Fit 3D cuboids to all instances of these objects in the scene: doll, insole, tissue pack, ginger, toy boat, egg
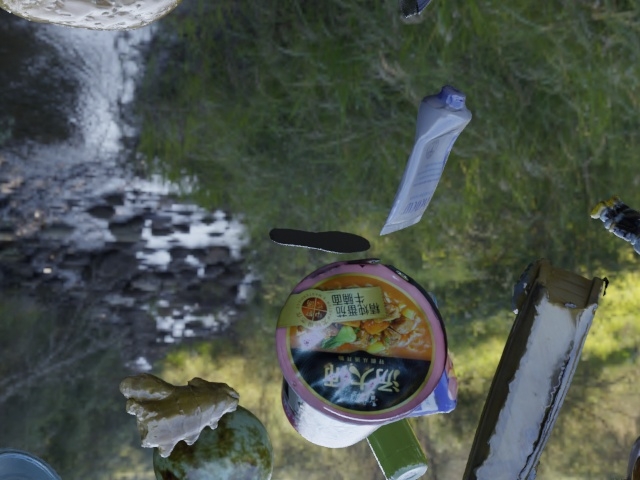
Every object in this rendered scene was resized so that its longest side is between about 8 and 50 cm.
[{"bbox_3d":[0.726,0.008,1.828,0.316,0.103,0.145,42,-160,31],"label":"doll"},{"bbox_3d":[0.000,0.000,1.546,0.188,0.064,0.004,6,127,-12],"label":"insole"},{"bbox_3d":[0.172,0.249,1.846,0.209,0.137,0.269,-12,125,12],"label":"tissue pack"},{"bbox_3d":[-0.216,0.269,1.341,0.205,0.115,0.081,9,136,-33],"label":"ginger"},{"bbox_3d":[0.325,0.247,1.389,0.136,0.445,0.162,20,-177,10],"label":"toy boat"},{"bbox_3d":[-0.230,0.451,1.772,0.238,0.238,0.289,9,164,-41],"label":"egg"}]

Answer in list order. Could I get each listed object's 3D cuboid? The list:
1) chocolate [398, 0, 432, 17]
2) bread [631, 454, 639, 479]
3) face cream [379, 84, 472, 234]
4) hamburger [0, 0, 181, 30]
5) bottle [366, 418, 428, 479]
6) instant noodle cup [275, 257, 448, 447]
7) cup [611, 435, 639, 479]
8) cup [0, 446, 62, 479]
[{"bbox_3d":[0.132,-0.568,1.330,0.297,0.326,0.314,30,133,-14],"label":"chocolate"},{"bbox_3d":[0.441,0.353,0.924,0.156,0.288,0.204,-26,157,38],"label":"bread"},{"bbox_3d":[0.284,-0.217,2.324,0.137,0.420,0.235,31,-154,23],"label":"face cream"},{"bbox_3d":[-0.303,-0.380,1.141,0.283,0.144,0.259,3,164,-35],"label":"hamburger"},{"bbox_3d":[0.164,0.464,2.109,0.112,0.260,0.112,-19,146,-13],"label":"bottle"},{"bbox_3d":[0.036,0.185,1.228,0.244,0.244,0.255,1,152,-10],"label":"instant noodle cup"},{"bbox_3d":[0.673,0.514,1.573,0.273,0.288,0.208,0,-165,-1],"label":"cup"},{"bbox_3d":[-0.658,0.621,1.707,0.311,0.331,0.257,-42,174,19],"label":"cup"}]
